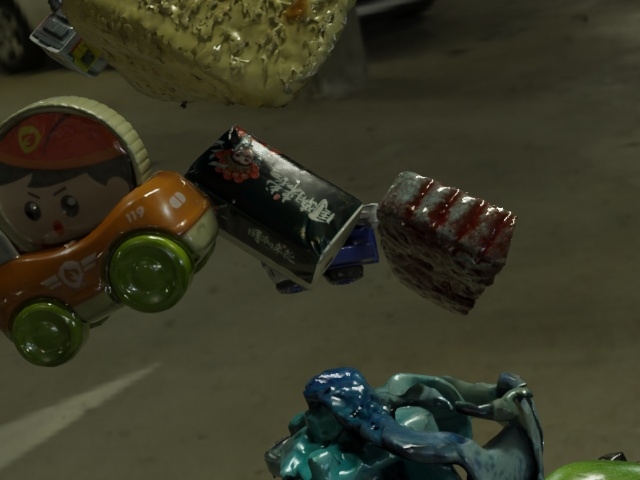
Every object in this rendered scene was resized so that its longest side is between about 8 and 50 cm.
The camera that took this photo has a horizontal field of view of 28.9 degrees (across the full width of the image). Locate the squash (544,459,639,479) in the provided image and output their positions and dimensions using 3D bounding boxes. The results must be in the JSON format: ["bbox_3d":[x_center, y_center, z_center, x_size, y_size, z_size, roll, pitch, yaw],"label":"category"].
[{"bbox_3d":[0.346,0.273,1.108,0.395,0.107,0.107,22,6,-20],"label":"squash"}]

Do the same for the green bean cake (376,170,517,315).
[{"bbox_3d":[0.177,0.016,1.708,0.199,0.232,0.097,27,69,19],"label":"green bean cake"}]

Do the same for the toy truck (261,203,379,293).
[{"bbox_3d":[0.000,0.000,2.215,0.213,0.161,0.177,-9,-7,-12],"label":"toy truck"}]

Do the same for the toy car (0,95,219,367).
[{"bbox_3d":[-0.226,-0.022,1.143,0.235,0.235,0.145,-8,13,8],"label":"toy car"}]

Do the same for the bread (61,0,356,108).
[{"bbox_3d":[-0.068,-0.236,1.278,0.315,0.248,0.279,34,-7,20],"label":"bread"}]

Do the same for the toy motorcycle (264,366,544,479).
[{"bbox_3d":[0.058,0.155,0.886,0.206,0.154,0.260,-19,7,0],"label":"toy motorcycle"}]

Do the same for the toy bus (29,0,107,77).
[{"bbox_3d":[-0.289,-0.352,1.766,0.092,0.106,0.268,30,76,36],"label":"toy bus"}]

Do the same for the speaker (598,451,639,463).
[{"bbox_3d":[0.464,0.352,1.431,0.184,0.253,0.232,-21,1,1],"label":"speaker"}]

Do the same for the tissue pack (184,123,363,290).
[{"bbox_3d":[-0.052,-0.036,1.304,0.170,0.090,0.103,32,54,7],"label":"tissue pack"}]
